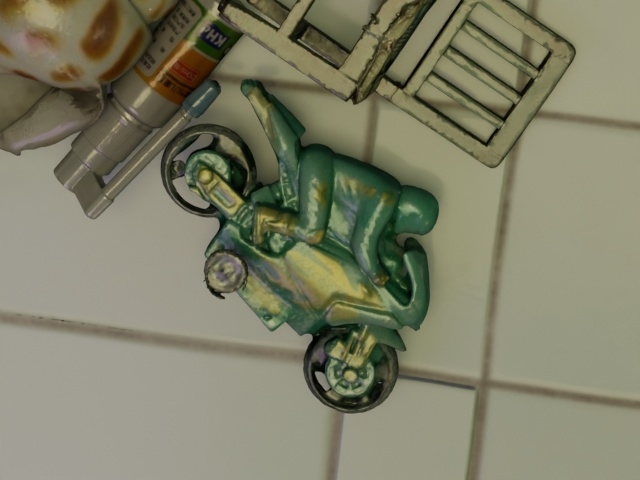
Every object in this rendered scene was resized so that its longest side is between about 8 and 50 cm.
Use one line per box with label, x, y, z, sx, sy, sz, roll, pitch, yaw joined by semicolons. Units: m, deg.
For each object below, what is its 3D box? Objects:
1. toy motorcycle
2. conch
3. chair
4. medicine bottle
toy motorcycle;-0.001;-0.001;1.615;0.198;0.109;0.296;-40;97;11
conch;-0.228;-0.186;1.573;0.274;0.149;0.183;-7;145;14
chair;0.068;-0.174;1.546;0.270;0.147;0.136;35;104;-1
medicine bottle;-0.143;-0.119;1.614;0.221;0.092;0.061;-48;138;14
